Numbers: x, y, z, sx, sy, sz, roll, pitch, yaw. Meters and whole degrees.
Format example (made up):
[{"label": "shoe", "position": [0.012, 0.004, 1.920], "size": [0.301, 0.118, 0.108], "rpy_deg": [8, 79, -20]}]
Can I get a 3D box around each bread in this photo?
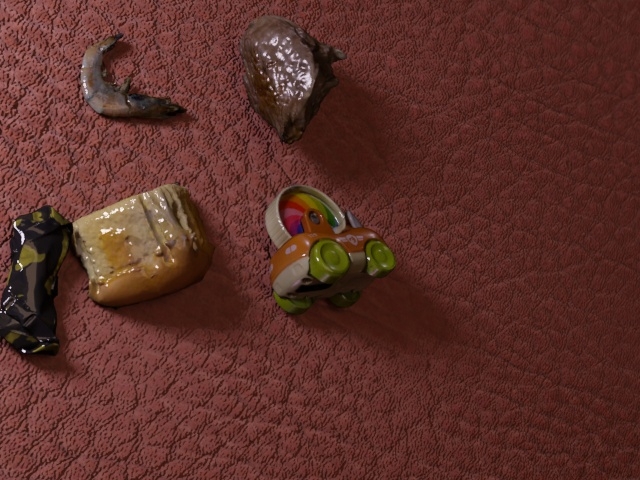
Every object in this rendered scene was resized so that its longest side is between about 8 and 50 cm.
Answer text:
[{"label": "bread", "position": [-0.255, -0.003, 1.958], "size": [0.252, 0.133, 0.174], "rpy_deg": [-19, 87, -40]}]

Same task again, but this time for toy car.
[{"label": "toy car", "position": [0.000, 0.000, 2.171], "size": [0.235, 0.145, 0.235], "rpy_deg": [21, 48, -25]}]

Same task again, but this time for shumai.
[{"label": "shumai", "position": [-0.027, -0.297, 2.187], "size": [0.185, 0.183, 0.218], "rpy_deg": [-14, 47, -25]}]

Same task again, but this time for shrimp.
[{"label": "shrimp", "position": [-0.313, -0.274, 2.067], "size": [0.195, 0.035, 0.147], "rpy_deg": [2, 72, -36]}]

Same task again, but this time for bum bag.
[{"label": "bum bag", "position": [-0.427, 0.056, 1.850], "size": [0.107, 0.060, 0.232], "rpy_deg": [17, 68, -40]}]
